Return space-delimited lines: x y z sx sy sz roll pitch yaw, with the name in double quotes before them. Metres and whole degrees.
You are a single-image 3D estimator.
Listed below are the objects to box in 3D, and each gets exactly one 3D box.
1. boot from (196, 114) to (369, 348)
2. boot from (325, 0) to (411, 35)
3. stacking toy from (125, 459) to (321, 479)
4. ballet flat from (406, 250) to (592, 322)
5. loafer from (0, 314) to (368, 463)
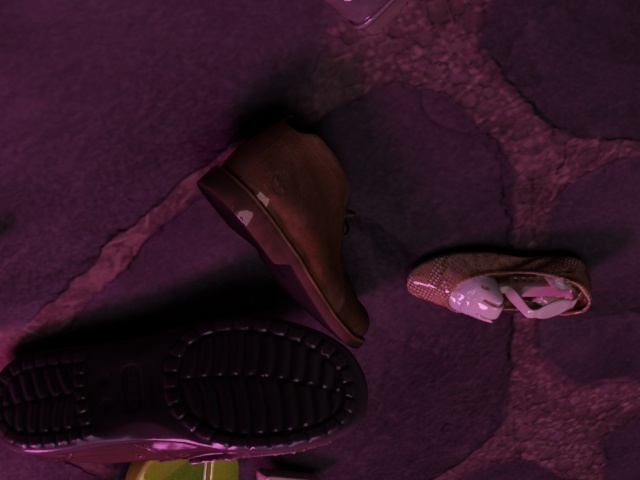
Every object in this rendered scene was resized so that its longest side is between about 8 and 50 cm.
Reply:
"boot" 0.000 0.000 1.478 0.115 0.112 0.305 -46 143 -10
"boot" 0.005 -0.264 1.248 0.208 0.076 0.190 25 118 -29
"stacking toy" -0.171 0.328 1.762 0.309 0.130 0.280 26 93 -41
"ballet flat" 0.192 0.050 1.616 0.206 0.067 0.073 -3 134 -17
"loafer" -0.134 0.153 1.547 0.365 0.134 0.130 -1 163 5
